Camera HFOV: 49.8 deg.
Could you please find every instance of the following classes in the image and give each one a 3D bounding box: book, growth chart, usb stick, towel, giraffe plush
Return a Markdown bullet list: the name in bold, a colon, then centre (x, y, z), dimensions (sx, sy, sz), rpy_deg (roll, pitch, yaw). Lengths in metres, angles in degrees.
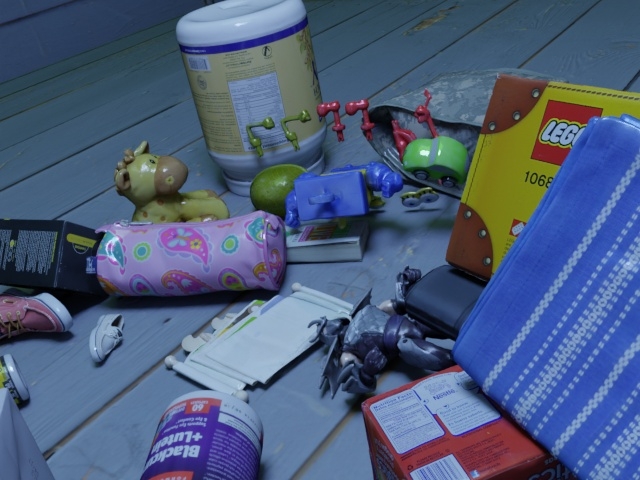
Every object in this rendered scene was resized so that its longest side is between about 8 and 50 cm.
- **book**: centre (0.000, 0.000, 1.090), dimensions (0.144, 0.035, 0.096), rpy_deg (-4, 24, 14)
- **growth chart**: centre (-0.071, 0.123, 0.902), dimensions (0.237, 0.021, 0.172), rpy_deg (-31, 34, -31)
- **usb stick**: centre (0.187, 0.088, 0.590), dimensions (0.077, 0.045, 0.278), rpy_deg (-27, 33, -29)
- **towel**: centre (0.250, 0.082, 0.445), dimensions (0.040, 0.243, 0.336), rpy_deg (14, 22, -43)
- **giraffe plush**: centre (-0.275, -0.078, 1.177), dimensions (0.210, 0.170, 0.181), rpy_deg (-20, 30, -15)

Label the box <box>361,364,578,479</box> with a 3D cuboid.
- **box**: centre (0.181, 0.179, 0.607), dimensions (0.257, 0.122, 0.128), rpy_deg (-18, 30, -13)

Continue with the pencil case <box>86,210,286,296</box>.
- **pencil case**: centre (-0.193, 0.022, 1.025), dimensions (0.284, 0.124, 0.124), rpy_deg (-3, 30, 14)

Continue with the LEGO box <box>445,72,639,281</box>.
- **LEGO box**: centre (0.426, 0.017, 0.585), dimensions (0.373, 0.193, 0.500), rpy_deg (5, 14, -41)

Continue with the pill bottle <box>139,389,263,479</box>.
- **pill bottle**: centre (-0.114, 0.238, 0.622), dimensions (0.108, 0.108, 0.193), rpy_deg (-8, 29, 7)

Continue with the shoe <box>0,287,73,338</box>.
- **shoe**: centre (-0.440, 0.118, 1.005), dimensions (0.178, 0.063, 0.081), rpy_deg (7, 35, 39)

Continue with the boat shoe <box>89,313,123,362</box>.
- **boat shoe**: centre (-0.292, 0.132, 0.954), dimensions (0.035, 0.035, 0.100), rpy_deg (-14, 22, 1)

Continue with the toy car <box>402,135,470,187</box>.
- **toy car**: centre (0.230, -0.102, 0.984), dimensions (0.225, 0.053, 0.239), rpy_deg (14, 67, 0)

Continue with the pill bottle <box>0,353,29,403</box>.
- **pill bottle**: centre (-0.432, 0.194, 0.860), dimensions (0.116, 0.065, 0.065), rpy_deg (-25, 31, -21)

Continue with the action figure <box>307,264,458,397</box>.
- **action figure**: centre (0.108, 0.107, 0.787), dimensions (0.285, 0.099, 0.185), rpy_deg (1, 47, 30)

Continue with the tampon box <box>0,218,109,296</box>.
- **tampon box**: centre (-0.418, 0.026, 1.066), dimensions (0.161, 0.101, 0.120), rpy_deg (3, -9, 24)

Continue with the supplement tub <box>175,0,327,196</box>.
- **supplement tub**: centre (-0.118, -0.274, 1.305), dimensions (0.241, 0.331, 0.241), rpy_deg (-9, 29, 5)

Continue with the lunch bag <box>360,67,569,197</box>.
- **lunch bag**: centre (0.246, -0.205, 1.223), dimensions (0.235, 0.169, 0.287), rpy_deg (-32, 39, -31)

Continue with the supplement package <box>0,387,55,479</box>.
- **supplement package**: centre (-0.388, 0.279, 0.574), dimensions (0.293, 0.177, 0.175), rpy_deg (-15, 30, -7)

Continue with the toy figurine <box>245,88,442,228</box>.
- **toy figurine**: centre (0.003, -0.106, 1.068), dimensions (0.363, 0.191, 0.217), rpy_deg (-3, 18, 22)
